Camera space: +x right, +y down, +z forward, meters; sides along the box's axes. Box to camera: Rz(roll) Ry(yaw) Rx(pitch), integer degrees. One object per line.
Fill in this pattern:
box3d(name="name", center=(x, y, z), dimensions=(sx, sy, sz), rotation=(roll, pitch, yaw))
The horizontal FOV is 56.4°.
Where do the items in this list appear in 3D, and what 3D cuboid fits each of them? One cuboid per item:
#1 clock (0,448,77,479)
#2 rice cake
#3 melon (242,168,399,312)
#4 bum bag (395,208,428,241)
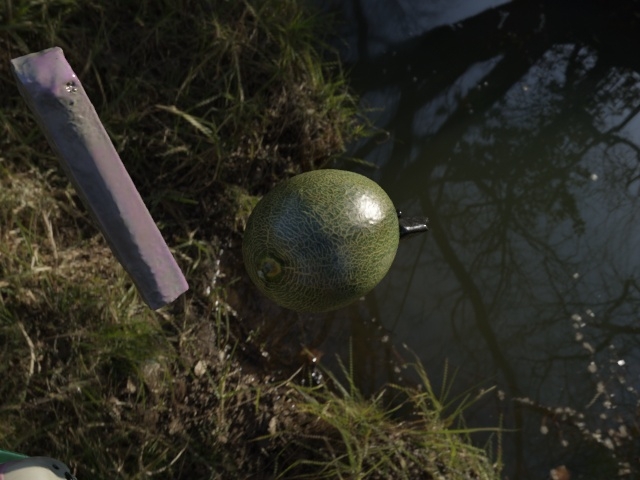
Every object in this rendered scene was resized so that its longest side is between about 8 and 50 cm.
box3d(name="clock", center=(-0.217, 0.259, 0.486), dimensions=(0.231, 0.144, 0.103), rotation=(47, 58, 2))
box3d(name="rice cake", center=(-0.280, -0.060, 0.800), dimensions=(0.070, 0.399, 0.064), rotation=(-35, 36, -23))
box3d(name="melon", center=(0.000, 0.000, 0.591), dimensions=(0.139, 0.139, 0.192), rotation=(49, 42, 12))
box3d(name="bum bag", center=(0.045, -0.010, 0.733), dimensions=(0.087, 0.197, 0.049), rotation=(-21, 99, -50))
